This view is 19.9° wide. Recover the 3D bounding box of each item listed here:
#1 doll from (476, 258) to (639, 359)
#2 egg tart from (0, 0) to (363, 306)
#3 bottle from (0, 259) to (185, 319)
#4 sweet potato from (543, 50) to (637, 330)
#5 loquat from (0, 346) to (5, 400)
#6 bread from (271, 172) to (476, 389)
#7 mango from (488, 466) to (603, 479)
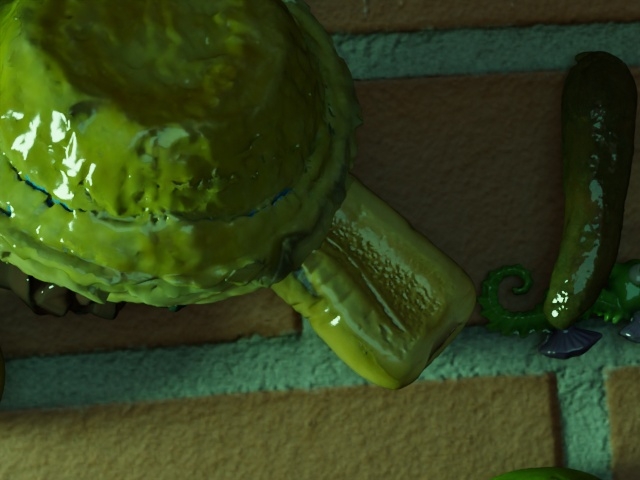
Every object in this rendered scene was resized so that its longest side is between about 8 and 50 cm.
[{"bbox_3d":[0.243,0.052,1.712,0.190,0.050,0.115,-11,77,-3],"label":"doll"},{"bbox_3d":[-0.141,-0.124,1.529,0.388,0.169,0.387,5,59,-9],"label":"egg tart"},{"bbox_3d":[-0.234,-0.006,1.619,0.271,0.143,0.156,14,44,-2],"label":"bottle"},{"bbox_3d":[0.253,-0.050,1.690,0.075,0.075,0.273,9,75,-6],"label":"sweet potato"},{"bbox_3d":[-0.352,0.119,1.593,0.163,0.137,0.163,1,88,-23],"label":"loquat"},{"bbox_3d":[0.000,0.000,1.664,0.305,0.091,0.142,44,64,-1],"label":"bread"},{"bbox_3d":[0.212,0.263,1.670,0.163,0.089,0.117,21,83,-4],"label":"mango"}]
